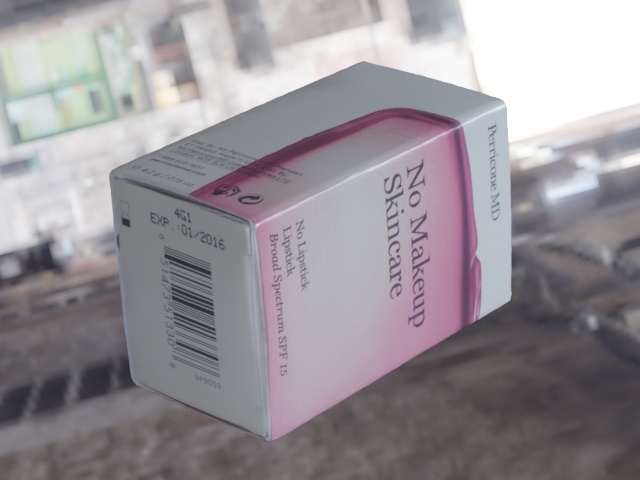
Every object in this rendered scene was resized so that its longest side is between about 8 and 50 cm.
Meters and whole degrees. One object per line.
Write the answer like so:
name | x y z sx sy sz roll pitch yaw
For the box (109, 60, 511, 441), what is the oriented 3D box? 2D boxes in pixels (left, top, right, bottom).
box | 0.000 0.000 1.223 0.127 0.232 0.148 19 -57 39
